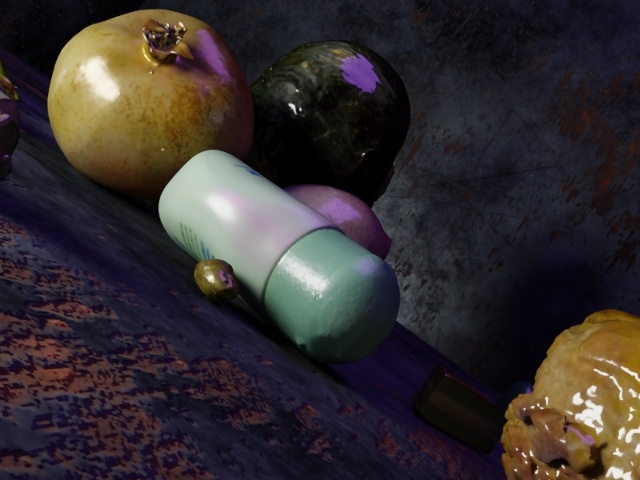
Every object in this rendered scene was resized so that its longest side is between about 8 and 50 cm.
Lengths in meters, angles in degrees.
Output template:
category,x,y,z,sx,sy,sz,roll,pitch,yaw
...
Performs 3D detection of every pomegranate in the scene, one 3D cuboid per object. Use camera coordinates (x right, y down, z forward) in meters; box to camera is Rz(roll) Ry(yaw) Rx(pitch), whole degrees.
category,x,y,z,sx,sy,sz,roll,pitch,yaw
pomegranate,-0.243,-0.203,1.014,0.319,0.319,0.319,35,1,0

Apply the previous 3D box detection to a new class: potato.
category,x,y,z,sx,sy,sz,roll,pitch,yaw
potato,-0.118,0.041,0.766,0.092,0.045,0.046,-139,-147,-69

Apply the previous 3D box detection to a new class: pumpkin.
category,x,y,z,sx,sy,sz,roll,pitch,yaw
pumpkin,-0.011,-0.194,1.393,0.344,0.454,0.454,29,0,5

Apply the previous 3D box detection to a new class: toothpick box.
category,x,y,z,sx,sy,sz,roll,pitch,yaw
toothpick box,0.490,0.412,1.525,0.184,0.120,0.120,38,0,-2

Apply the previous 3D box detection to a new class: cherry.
category,x,y,z,sx,sy,sz,roll,pitch,yaw
cherry,-0.010,-0.004,1.140,0.206,0.239,0.239,59,-5,-12

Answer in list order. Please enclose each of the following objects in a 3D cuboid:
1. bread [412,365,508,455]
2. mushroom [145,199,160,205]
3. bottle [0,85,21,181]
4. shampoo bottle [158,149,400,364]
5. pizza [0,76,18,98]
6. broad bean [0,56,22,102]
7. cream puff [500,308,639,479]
category,x,y,z,sx,sy,sz,roll,pitch,yaw
bread,0.206,0.247,0.958,0.139,0.074,0.084,37,0,2
mushroom,-0.291,-0.084,1.262,0.059,0.054,0.202,55,-5,-2
bottle,-0.302,-0.111,0.541,0.152,0.099,0.099,38,1,7
shampoo bottle,-0.049,0.024,0.869,0.349,0.151,0.222,36,-12,37
pizza,-0.513,-0.239,0.983,0.161,0.062,0.182,27,-9,35
broad bean,-0.668,-0.356,1.288,0.339,0.061,0.077,34,8,19
cream puff,0.306,0.223,0.631,0.327,0.231,0.343,36,-3,-13
